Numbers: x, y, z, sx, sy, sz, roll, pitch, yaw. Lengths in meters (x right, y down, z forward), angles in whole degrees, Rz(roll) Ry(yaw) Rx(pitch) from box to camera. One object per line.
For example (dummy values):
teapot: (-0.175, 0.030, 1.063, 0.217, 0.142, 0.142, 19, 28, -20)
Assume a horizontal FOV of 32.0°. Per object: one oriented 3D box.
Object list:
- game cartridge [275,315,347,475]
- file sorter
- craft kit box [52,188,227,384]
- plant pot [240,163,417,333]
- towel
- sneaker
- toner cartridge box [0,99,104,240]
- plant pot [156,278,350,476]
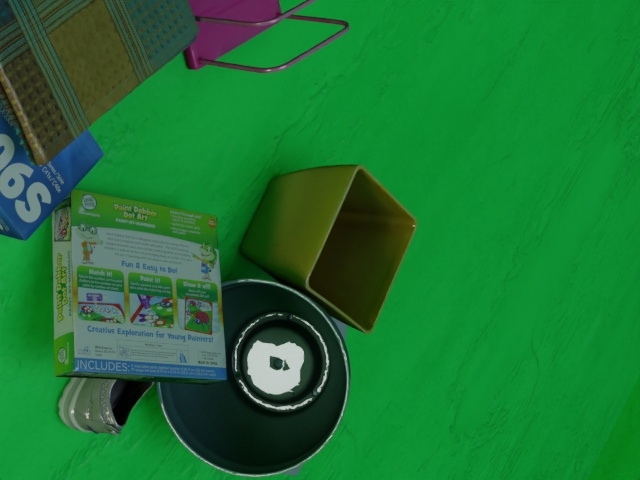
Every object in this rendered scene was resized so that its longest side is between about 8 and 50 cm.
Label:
game cartridge: (-0.052, 0.255, 1.938, 0.198, 0.062, 0.297, 28, 78, -56)
file sorter: (-0.093, -0.406, 1.578, 0.202, 0.182, 0.290, -39, 129, -38)
craft kit box: (-0.246, 0.069, 1.528, 0.250, 0.061, 0.246, 11, 70, -42)
plant pot: (0.000, 0.000, 1.814, 0.212, 0.187, 0.212, 40, 70, -49)
towel: (-0.298, -0.296, 1.395, 0.370, 0.040, 0.271, -53, 133, -45)
sneaker: (-0.256, 0.156, 1.598, 0.105, 0.115, 0.281, 42, 68, -49)
toner cartridge box: (-0.412, -0.177, 1.335, 0.165, 0.075, 0.348, -55, 137, -28)
plant pot: (-0.083, 0.200, 1.729, 0.196, 0.293, 0.293, -4, 106, -79)
